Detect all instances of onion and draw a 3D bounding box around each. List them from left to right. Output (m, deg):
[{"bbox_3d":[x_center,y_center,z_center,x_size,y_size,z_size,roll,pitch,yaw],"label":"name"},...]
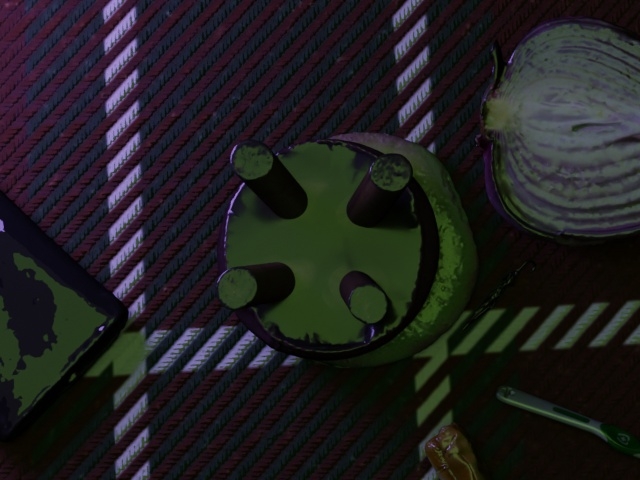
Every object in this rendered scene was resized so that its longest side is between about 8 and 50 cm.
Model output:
[{"bbox_3d":[0.361,-0.116,1.819,0.348,0.159,0.267,12,93,9],"label":"onion"}]

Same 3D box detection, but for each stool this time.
[{"bbox_3d":[0.000,0.000,1.784,0.272,0.178,0.272,-1,81,7],"label":"stool"}]

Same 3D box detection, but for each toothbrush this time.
[{"bbox_3d":[0.350,0.236,1.828,0.304,0.030,0.030,20,83,11],"label":"toothbrush"}]

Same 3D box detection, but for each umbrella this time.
[{"bbox_3d":[0.214,0.064,1.878,0.122,0.013,0.022,-41,100,-3],"label":"umbrella"}]

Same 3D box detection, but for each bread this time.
[{"bbox_3d":[0.044,0.010,1.890,0.301,0.045,0.301,-2,79,8],"label":"bread"},{"bbox_3d":[0.173,0.280,1.815,0.053,0.074,0.132,-29,77,12],"label":"bread"}]

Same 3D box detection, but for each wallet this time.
[{"bbox_3d":[-0.454,0.038,1.929,0.406,0.062,0.228,43,87,12],"label":"wallet"}]
